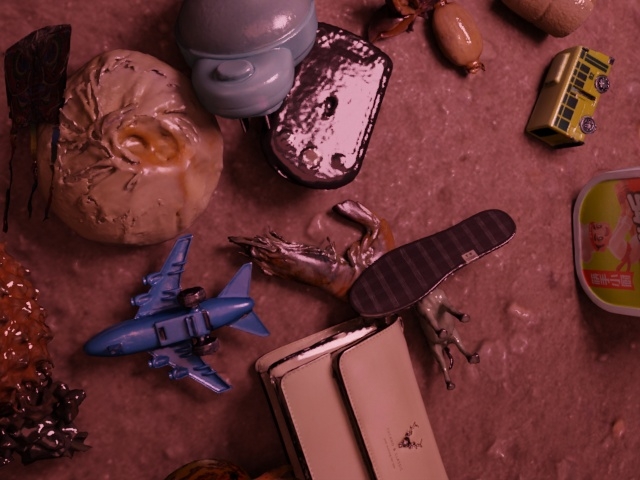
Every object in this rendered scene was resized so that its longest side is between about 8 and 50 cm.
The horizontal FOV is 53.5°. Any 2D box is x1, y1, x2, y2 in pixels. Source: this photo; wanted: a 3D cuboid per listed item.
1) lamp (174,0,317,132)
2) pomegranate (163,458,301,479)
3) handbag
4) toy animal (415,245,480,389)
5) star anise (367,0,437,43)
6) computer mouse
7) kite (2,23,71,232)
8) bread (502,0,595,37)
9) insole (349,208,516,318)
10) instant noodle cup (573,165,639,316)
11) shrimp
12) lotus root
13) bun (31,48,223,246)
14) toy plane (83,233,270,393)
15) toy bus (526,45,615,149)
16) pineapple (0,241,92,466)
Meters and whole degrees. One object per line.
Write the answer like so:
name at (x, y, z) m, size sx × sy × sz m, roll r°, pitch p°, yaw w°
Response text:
lamp at (-0.109, -0.295, 0.921) m, size 0.209 × 0.147 × 0.284 m, roll -5°, pitch 71°, yaw 10°
pomegranate at (-0.139, 0.426, 0.941) m, size 0.246 × 0.198 × 0.198 m, roll 10°, pitch 88°, yaw -16°
handbag at (0.070, 0.323, 1.026) m, size 0.237 × 0.160 × 0.358 m, roll -21°, pitch 97°, yaw -23°
toy animal at (0.200, 0.126, 1.089) m, size 0.073 × 0.176 × 0.217 m, roll -17°, pitch 121°, yaw -3°
star anise at (0.130, -0.474, 1.061) m, size 0.218 × 0.148 × 0.227 m, roll -28°, pitch 70°, yaw 17°
computer mouse at (0.003, -0.206, 1.019) m, size 0.170 × 0.100 × 0.269 m, roll 24°, pitch 79°, yaw -15°
kite at (-0.394, -0.154, 0.871) m, size 0.015 × 0.152 × 0.285 m, roll 14°, pitch 74°, yaw -56°
bread at (0.407, -0.454, 1.122) m, size 0.141 × 0.134 × 0.148 m, roll 28°, pitch 71°, yaw -12°
insole at (0.184, 0.034, 1.044) m, size 0.309 × 0.012 × 0.110 m, roll -25°, pitch 55°, yaw -7°
instant noodle cup at (0.677, -0.006, 1.163) m, size 0.308 × 0.294 × 0.294 m, roll -5°, pitch 93°, yaw -24°
shrimp at (0.000, 0.000, 1.052) m, size 0.296 × 0.058 × 0.169 m, roll 20°, pitch 79°, yaw -21°
lotus root at (0.241, -0.354, 1.109) m, size 0.073 × 0.062 × 0.150 m, roll -35°, pitch 99°, yaw -13°
bun at (-0.273, -0.127, 0.913) m, size 0.287 × 0.146 × 0.287 m, roll -1°, pitch 94°, yaw -14°
toy plane at (-0.219, 0.128, 0.961) m, size 0.271 × 0.105 × 0.254 m, roll -17°, pitch 99°, yaw -20°
toy bus at (0.457, -0.265, 1.165) m, size 0.101 × 0.088 × 0.175 m, roll 23°, pitch 86°, yaw -15°
pineapple at (-0.440, 0.183, 0.850) m, size 0.223 × 0.223 × 0.357 m, roll -28°, pitch 113°, yaw -15°
